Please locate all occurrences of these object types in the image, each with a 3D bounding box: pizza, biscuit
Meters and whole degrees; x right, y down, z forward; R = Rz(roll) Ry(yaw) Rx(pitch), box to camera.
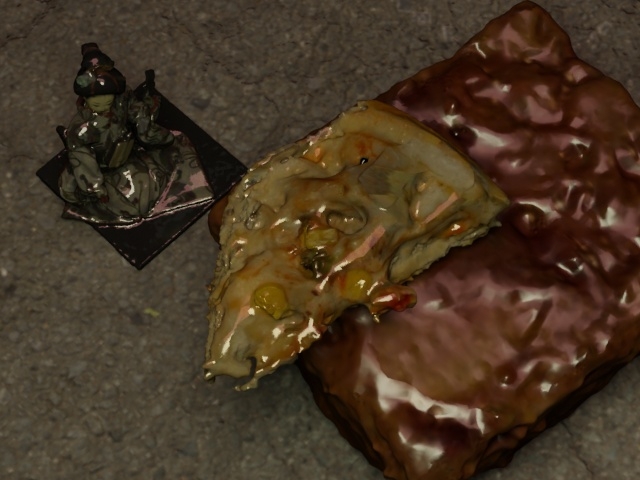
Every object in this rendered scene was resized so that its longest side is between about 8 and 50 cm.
[{"bbox_3d":[0.000,0.000,1.201,0.297,0.071,0.189,-37,67,-15],"label":"pizza"},{"bbox_3d":[0.142,0.010,1.323,0.395,0.166,0.342,-32,69,-14],"label":"biscuit"}]

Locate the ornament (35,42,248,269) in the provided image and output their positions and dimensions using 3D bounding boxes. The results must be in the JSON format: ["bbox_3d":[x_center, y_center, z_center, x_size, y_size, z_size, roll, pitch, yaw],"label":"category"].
[{"bbox_3d":[-0.182,-0.102,1.363,0.153,0.196,0.166,40,71,18],"label":"ornament"}]
